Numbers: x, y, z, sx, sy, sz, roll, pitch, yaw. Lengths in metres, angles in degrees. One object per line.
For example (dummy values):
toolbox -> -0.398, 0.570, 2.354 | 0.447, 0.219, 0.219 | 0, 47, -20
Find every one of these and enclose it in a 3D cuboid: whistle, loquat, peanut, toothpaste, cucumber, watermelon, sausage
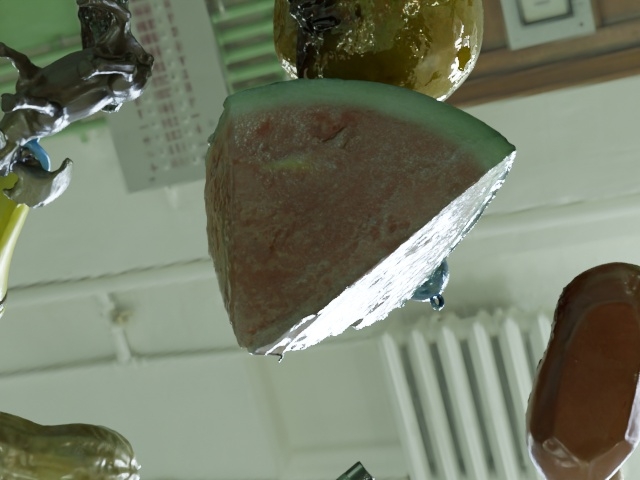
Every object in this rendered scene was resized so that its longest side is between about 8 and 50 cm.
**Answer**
whistle -> 0.137, 0.032, 1.518 | 0.090, 0.158, 0.090 | -29, -178, 1
loquat -> 0.055, -0.236, 1.113 | 0.244, 0.244, 0.244 | -14, -166, 4
peanut -> -0.415, 0.328, 1.548 | 0.313, 0.149, 0.149 | 18, -178, -21
toothpaste -> -0.023, 0.403, 1.466 | 0.239, 0.039, 0.062 | -41, 179, -5
cucumber -> -0.293, -0.324, 1.397 | 0.081, 0.303, 0.072 | -2, -169, 38
watermelon -> 0.018, -0.039, 0.985 | 0.283, 0.250, 0.292 | 25, -161, -4
sausage -> 0.203, 0.102, 0.774 | 0.089, 0.179, 0.089 | 12, 175, 1

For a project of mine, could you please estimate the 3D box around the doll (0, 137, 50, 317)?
doll -> -0.434, 0.014, 1.304 | 0.199, 0.145, 0.363 | 9, -108, 48

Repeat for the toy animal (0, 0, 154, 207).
toy animal -> -0.239, -0.107, 0.907 | 0.214, 0.093, 0.186 | -28, 169, -8

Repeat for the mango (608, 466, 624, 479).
mango -> 0.450, 0.437, 1.722 | 0.102, 0.141, 0.217 | 4, -117, 16
